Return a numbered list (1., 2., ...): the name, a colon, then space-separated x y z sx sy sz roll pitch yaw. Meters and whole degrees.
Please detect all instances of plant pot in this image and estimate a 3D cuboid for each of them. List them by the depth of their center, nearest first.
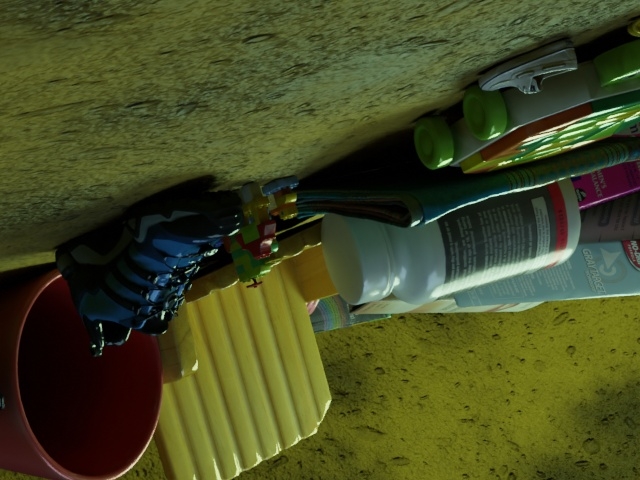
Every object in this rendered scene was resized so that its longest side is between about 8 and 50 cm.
1. plant pot: -0.376 0.174 1.913 0.243 0.275 0.275 -6 -178 35

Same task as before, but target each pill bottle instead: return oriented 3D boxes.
1. pill bottle: 0.169 -0.015 2.005 0.319 0.176 0.176 -15 175 -21

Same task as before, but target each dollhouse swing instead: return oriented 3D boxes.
1. dollhouse swing: -0.078 0.167 2.110 0.347 0.305 0.315 -24 -177 -33

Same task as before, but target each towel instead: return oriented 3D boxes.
1. towel: 0.177 -0.075 1.788 0.370 0.040 0.271 -14 -169 -31

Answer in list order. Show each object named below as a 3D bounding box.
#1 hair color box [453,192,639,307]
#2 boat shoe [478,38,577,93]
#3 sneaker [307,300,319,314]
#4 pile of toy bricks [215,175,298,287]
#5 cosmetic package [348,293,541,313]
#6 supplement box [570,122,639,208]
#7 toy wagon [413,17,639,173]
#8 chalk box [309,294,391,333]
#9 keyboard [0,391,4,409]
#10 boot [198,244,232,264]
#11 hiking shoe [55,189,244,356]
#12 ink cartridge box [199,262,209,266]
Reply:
1. hair color box: 0.377 -0.013 2.197 0.374 0.113 0.185 -6 -141 28
2. boat shoe: 0.192 -0.153 1.390 0.100 0.035 0.035 -20 174 30
3. sneaker: -0.137 0.066 2.451 0.136 0.116 0.314 26 154 -37
4. pile of toy bricks: -0.088 0.004 1.755 0.118 0.105 0.212 -13 174 -39
5. cosmetic package: 0.200 0.048 2.425 0.296 0.129 0.153 -1 169 -12
6. supplement box: 0.426 -0.121 2.075 0.220 0.111 0.114 -19 175 9
7. toy wagon: 0.262 -0.145 1.522 0.267 0.068 0.344 -15 175 -23
8. chalk box: 0.060 0.069 2.602 0.213 0.132 0.132 -12 -171 12
9. keyboard: -0.512 0.165 1.812 0.317 0.201 0.033 -27 -156 47
10. boot: -0.147 0.005 1.938 0.121 0.045 0.099 -17 172 12
11. hiking shoe: -0.170 0.032 1.632 0.113 0.132 0.304 -13 173 -39
12. ink cartridge box: -0.185 0.028 2.122 0.083 0.028 0.048 -16 177 -18
